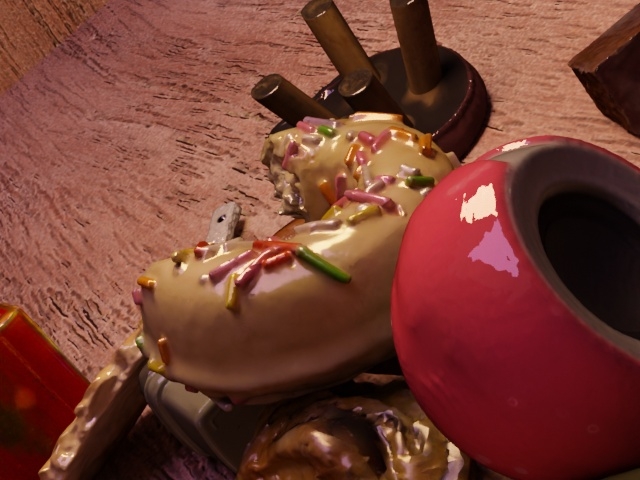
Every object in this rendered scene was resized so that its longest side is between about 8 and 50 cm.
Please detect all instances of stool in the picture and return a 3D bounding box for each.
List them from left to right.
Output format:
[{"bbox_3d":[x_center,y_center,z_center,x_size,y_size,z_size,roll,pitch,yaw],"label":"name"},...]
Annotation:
[{"bbox_3d":[0.063,-0.192,1.701,0.272,0.178,0.272,-22,38,19],"label":"stool"}]

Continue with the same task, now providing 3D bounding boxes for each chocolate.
[{"bbox_3d":[0.433,-0.259,1.485,0.321,0.112,0.112,-40,18,-2],"label":"chocolate"}]

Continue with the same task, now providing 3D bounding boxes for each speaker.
[{"bbox_3d":[0.193,0.060,1.071,0.294,0.294,0.294,-28,29,18],"label":"speaker"}]

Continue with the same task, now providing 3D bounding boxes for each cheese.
[{"bbox_3d":[-0.143,0.025,1.774,0.127,0.050,0.235,-23,33,28],"label":"cheese"}]

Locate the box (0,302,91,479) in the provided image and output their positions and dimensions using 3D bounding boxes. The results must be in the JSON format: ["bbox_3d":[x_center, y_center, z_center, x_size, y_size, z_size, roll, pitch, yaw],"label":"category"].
[{"bbox_3d":[-0.425,0.254,1.606,0.089,0.197,0.313,3,48,51],"label":"box"}]

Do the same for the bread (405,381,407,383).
[{"bbox_3d":[0.097,0.162,1.291,0.062,0.049,0.103,-4,44,33],"label":"bread"}]

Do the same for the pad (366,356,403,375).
[{"bbox_3d":[0.049,0.087,1.313,0.188,0.006,0.113,1,50,33],"label":"pad"}]

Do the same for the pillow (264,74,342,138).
[{"bbox_3d":[0.021,-0.195,1.912,0.208,0.055,0.141,-39,21,-6],"label":"pillow"}]

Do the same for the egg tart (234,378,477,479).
[{"bbox_3d":[0.003,0.234,1.186,0.297,0.132,0.297,-28,45,32],"label":"egg tart"}]

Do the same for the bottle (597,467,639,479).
[{"bbox_3d":[0.292,0.202,0.941,0.260,0.112,0.112,-23,31,25],"label":"bottle"}]

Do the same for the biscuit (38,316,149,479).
[{"bbox_3d":[-0.236,0.188,1.521,0.309,0.040,0.204,-57,-7,7],"label":"biscuit"}]

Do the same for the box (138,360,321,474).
[{"bbox_3d":[-0.078,0.140,1.436,0.210,0.148,0.129,-46,40,-15],"label":"box"}]

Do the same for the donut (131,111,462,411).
[{"bbox_3d":[0.002,0.005,1.292,0.307,0.150,0.371,2,36,35],"label":"donut"}]

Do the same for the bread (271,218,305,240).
[{"bbox_3d":[-0.020,0.006,1.670,0.129,0.044,0.126,-29,30,10],"label":"bread"}]
